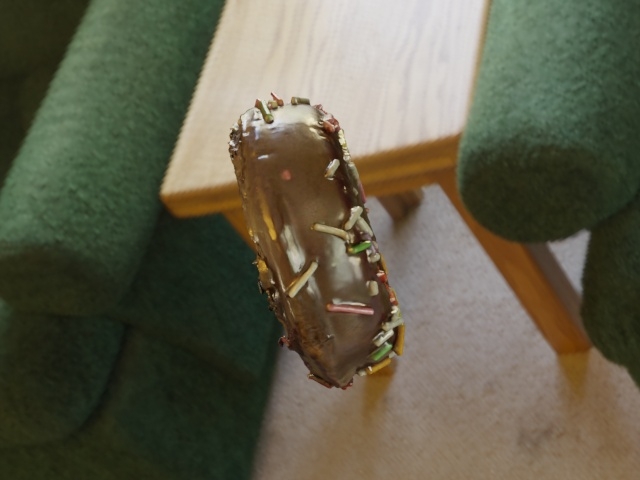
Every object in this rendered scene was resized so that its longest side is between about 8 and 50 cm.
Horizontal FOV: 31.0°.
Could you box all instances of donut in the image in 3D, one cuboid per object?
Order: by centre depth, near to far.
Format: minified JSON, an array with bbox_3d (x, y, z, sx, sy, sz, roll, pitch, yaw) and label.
[{"bbox_3d":[0.000,0.000,1.017,0.103,0.269,0.269,-17,45,6],"label":"donut"}]
